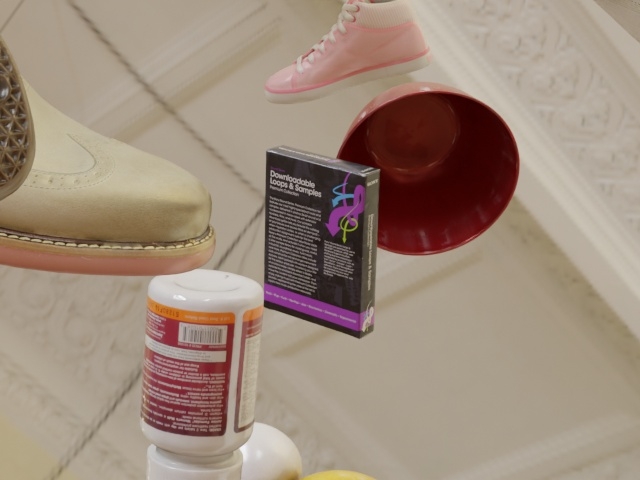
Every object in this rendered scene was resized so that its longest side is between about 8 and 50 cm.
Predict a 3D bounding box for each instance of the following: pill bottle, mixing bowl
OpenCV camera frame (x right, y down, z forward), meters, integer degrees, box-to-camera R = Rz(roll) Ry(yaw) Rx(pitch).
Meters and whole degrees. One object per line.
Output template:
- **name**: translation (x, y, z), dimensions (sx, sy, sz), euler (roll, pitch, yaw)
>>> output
- **pill bottle**: translation (-0.126, 0.149, 1.408), dimensions (0.121, 0.121, 0.221), euler (7, -77, 9)
- **mixing bowl**: translation (0.096, -0.087, 1.329), dimensions (0.181, 0.098, 0.181), euler (-3, -57, -5)

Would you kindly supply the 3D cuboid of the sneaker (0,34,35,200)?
- **sneaker**: translation (-0.190, -0.086, 0.581), dimensions (0.188, 0.066, 0.071), euler (52, -27, 6)

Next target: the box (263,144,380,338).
- **box**: translation (0.000, 0.000, 1.259), dimensions (0.116, 0.029, 0.162), euler (17, -63, 34)

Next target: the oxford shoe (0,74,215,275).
- **oxford shoe**: translation (-0.234, -0.092, 0.780), dimensions (0.397, 0.140, 0.146), euler (20, -76, -12)

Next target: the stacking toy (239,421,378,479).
- **stacking toy**: translation (0.034, 0.409, 1.676), dimensions (0.480, 0.351, 0.350), euler (41, -43, 24)

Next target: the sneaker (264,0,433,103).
- **sneaker**: translation (0.014, -0.153, 1.047), dimensions (0.134, 0.051, 0.070), euler (-14, -66, 8)

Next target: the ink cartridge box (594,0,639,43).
- **ink cartridge box**: translation (0.234, -0.156, 0.757), dimensions (0.255, 0.189, 0.097), euler (23, -82, -53)
